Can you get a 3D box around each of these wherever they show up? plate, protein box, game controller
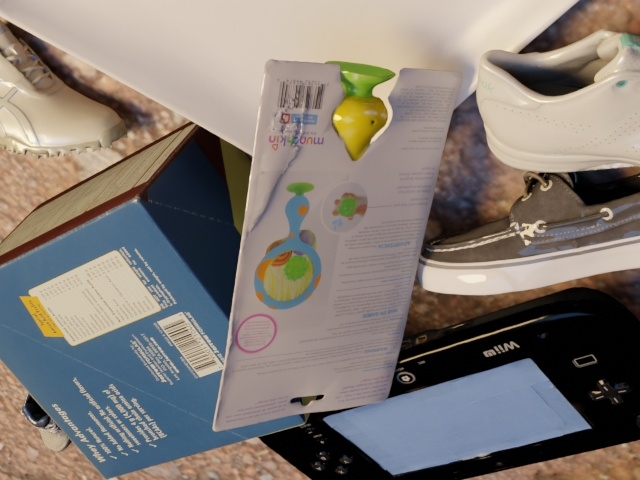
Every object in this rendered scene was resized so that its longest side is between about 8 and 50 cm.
[{"bbox_3d":[-0.006,-0.167,0.506,0.277,0.045,0.278,28,130,-27],"label":"plate"},{"bbox_3d":[-0.123,0.048,0.677,0.201,0.136,0.199,-22,113,30],"label":"protein box"},{"bbox_3d":[0.101,0.127,0.675,0.319,0.067,0.166,-23,138,30],"label":"game controller"}]

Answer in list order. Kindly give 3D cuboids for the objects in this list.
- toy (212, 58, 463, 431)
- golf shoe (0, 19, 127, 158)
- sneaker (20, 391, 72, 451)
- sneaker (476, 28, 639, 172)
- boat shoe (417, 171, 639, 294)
[{"bbox_3d":[0.000,0.000,0.568,0.137,0.056,0.237,-3,118,-31],"label":"toy"},{"bbox_3d":[-0.226,-0.115,0.652,0.176,0.069,0.086,15,120,8],"label":"golf shoe"},{"bbox_3d":[-0.261,0.159,0.848,0.052,0.058,0.135,16,127,9],"label":"sneaker"},{"bbox_3d":[0.191,-0.083,0.497,0.212,0.080,0.094,-2,150,21],"label":"sneaker"},{"bbox_3d":[0.166,-0.018,0.573,0.229,0.080,0.076,-10,101,28],"label":"boat shoe"}]
